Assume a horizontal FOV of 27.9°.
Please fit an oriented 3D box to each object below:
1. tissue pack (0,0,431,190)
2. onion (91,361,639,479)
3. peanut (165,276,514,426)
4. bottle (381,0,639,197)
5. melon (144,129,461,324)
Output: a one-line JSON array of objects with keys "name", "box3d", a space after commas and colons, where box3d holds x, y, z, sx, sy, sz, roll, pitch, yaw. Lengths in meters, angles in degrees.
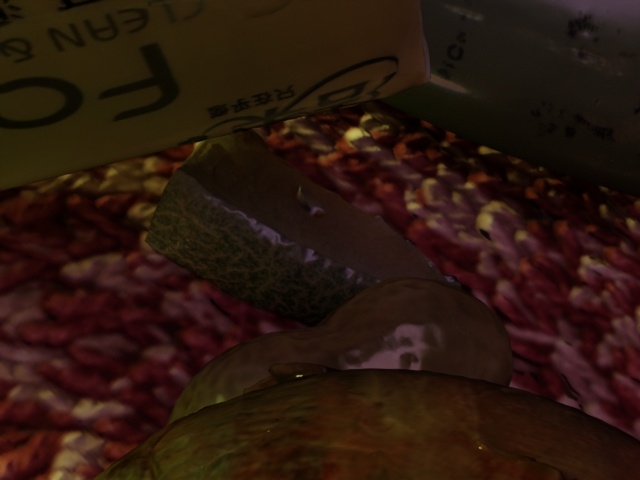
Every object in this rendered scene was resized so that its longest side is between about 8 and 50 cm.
[{"name": "tissue pack", "box3d": [-0.170, -0.160, 0.526, 0.404, 0.332, 0.205, -14, 69, 2]}, {"name": "onion", "box3d": [0.024, 0.215, 0.478, 0.353, 0.354, 0.354, 8, 63, -15]}, {"name": "peanut", "box3d": [0.004, 0.089, 0.674, 0.227, 0.085, 0.104, -20, 106, -25]}, {"name": "bottle", "box3d": [0.087, -0.148, 0.775, 0.347, 0.168, 0.168, 17, 61, -8]}, {"name": "melon", "box3d": [-0.005, 0.003, 0.747, 0.182, 0.054, 0.098, 35, 44, 0]}]
